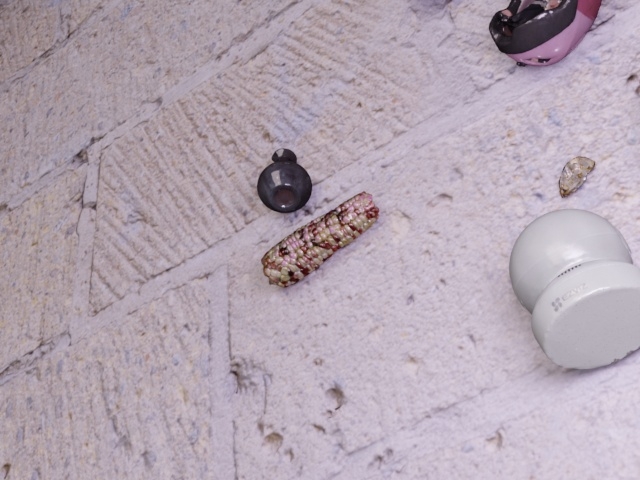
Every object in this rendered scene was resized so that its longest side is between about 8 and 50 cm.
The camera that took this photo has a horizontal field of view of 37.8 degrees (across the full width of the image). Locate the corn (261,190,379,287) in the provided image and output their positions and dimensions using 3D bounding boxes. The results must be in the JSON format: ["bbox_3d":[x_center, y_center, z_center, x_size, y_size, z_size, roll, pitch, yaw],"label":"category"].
[{"bbox_3d":[0.000,0.000,1.898,0.280,0.092,0.092,-34,43,11],"label":"corn"}]

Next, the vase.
[{"bbox_3d":[-0.080,-0.139,2.059,0.120,0.120,0.183,-34,29,17],"label":"vase"}]

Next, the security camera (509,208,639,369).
[{"bbox_3d":[0.387,0.055,1.430,0.194,0.194,0.236,-36,40,16],"label":"security camera"}]

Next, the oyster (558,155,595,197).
[{"bbox_3d":[0.443,-0.109,1.629,0.054,0.019,0.083,24,75,47],"label":"oyster"}]

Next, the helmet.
[{"bbox_3d":[0.445,-0.433,1.774,0.253,0.154,0.198,-40,23,-10],"label":"helmet"}]
